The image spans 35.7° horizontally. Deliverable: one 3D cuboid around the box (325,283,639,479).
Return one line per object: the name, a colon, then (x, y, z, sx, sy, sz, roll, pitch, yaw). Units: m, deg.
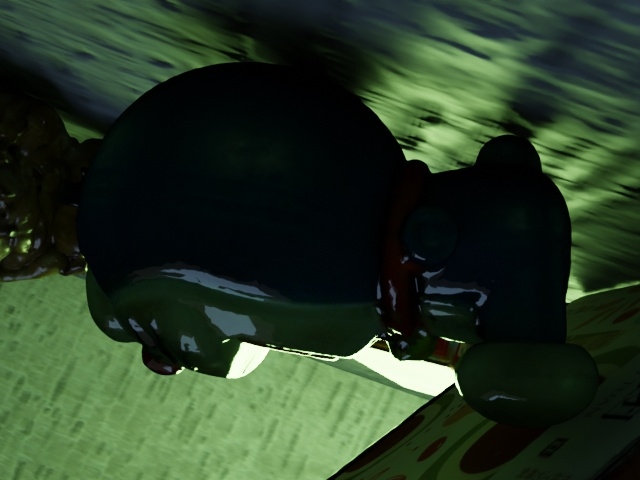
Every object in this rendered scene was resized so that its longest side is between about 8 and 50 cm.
box: (0.159, 0.160, 0.653, 0.122, 0.344, 0.385, 55, 167, 0)

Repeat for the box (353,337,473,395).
box: (0.131, 0.123, 1.168, 0.197, 0.089, 0.313, 10, 165, 32)

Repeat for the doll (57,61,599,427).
doll: (0.000, 0.000, 0.577, 0.322, 0.186, 0.198, 10, 174, 3)

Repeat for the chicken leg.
chicken leg: (-0.252, -0.035, 0.943, 0.295, 0.182, 0.409, 3, 172, -1)
